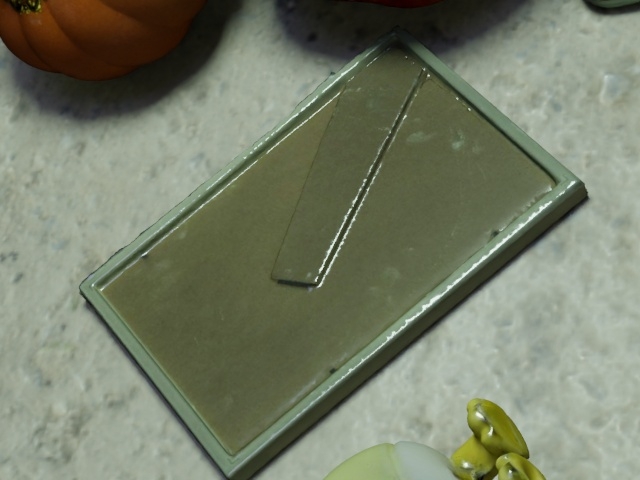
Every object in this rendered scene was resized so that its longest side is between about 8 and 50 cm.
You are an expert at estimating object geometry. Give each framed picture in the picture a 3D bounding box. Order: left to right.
[{"bbox_3d":[0.000,0.000,1.358,0.315,0.024,0.232,-40,49,-4],"label":"framed picture"}]

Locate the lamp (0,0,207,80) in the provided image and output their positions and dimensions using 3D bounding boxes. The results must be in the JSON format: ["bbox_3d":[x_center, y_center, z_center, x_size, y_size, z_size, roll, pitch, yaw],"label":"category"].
[{"bbox_3d":[-0.181,-0.235,1.501,0.223,0.196,0.223,3,95,35],"label":"lamp"}]

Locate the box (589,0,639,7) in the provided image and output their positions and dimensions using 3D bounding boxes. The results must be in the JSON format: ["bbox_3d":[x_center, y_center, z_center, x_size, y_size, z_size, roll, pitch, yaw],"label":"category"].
[{"bbox_3d":[0.249,-0.331,1.381,0.193,0.167,0.294,-12,52,20],"label":"box"}]

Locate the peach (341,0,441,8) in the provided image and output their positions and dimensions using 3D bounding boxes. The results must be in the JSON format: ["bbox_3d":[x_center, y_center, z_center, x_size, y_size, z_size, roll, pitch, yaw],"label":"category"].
[{"bbox_3d":[0.041,-0.321,1.400,0.248,0.275,0.245,14,43,3],"label":"peach"}]

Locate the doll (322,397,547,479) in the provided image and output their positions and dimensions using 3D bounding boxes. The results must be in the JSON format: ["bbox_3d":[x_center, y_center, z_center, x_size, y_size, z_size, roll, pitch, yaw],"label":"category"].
[{"bbox_3d":[0.005,0.211,1.139,0.296,0.117,0.141,-32,46,2],"label":"doll"}]
